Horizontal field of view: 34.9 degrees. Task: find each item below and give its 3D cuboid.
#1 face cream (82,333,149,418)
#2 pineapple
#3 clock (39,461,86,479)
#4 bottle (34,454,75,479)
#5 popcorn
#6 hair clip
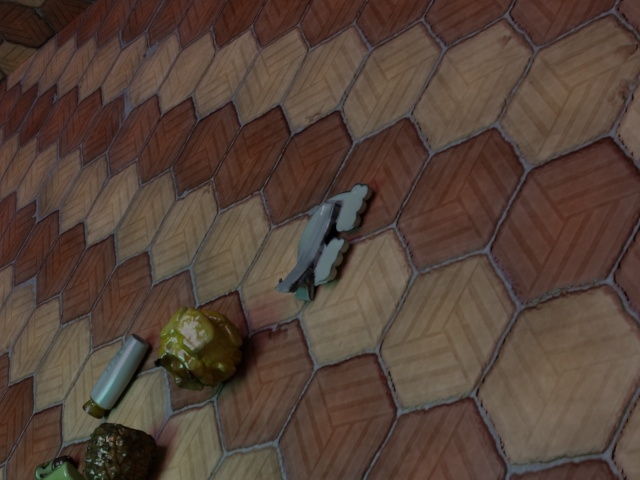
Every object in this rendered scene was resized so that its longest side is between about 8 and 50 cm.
[{"bbox_3d":[-0.411,0.274,2.050,0.182,0.051,0.072,-56,33,2],"label":"face cream"},{"bbox_3d":[-0.372,0.450,1.787,0.128,0.128,0.248,-10,60,51],"label":"pineapple"},{"bbox_3d":[-0.571,0.570,1.826,0.286,0.117,0.348,-38,7,29],"label":"clock"},{"bbox_3d":[-0.536,0.462,2.069,0.101,0.047,0.063,-31,31,36],"label":"bottle"},{"bbox_3d":[-0.208,0.186,1.758,0.152,0.148,0.167,-48,-8,-44],"label":"popcorn"},{"bbox_3d":[0.000,0.000,1.717,0.140,0.054,0.220,-2,60,59],"label":"hair clip"}]
